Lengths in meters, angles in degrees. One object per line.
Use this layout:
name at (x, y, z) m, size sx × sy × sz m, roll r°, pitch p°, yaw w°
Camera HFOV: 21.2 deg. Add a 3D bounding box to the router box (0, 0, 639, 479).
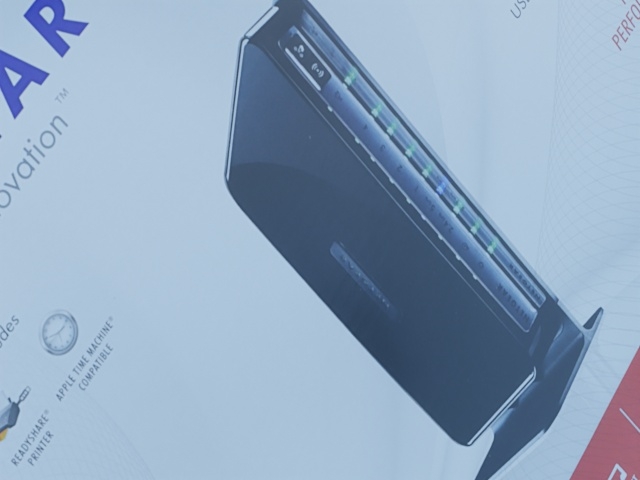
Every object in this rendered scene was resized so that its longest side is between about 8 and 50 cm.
router box at (0.000, 0.000, 0.534) m, size 0.301 × 0.082 × 0.335 m, roll 47°, pitch 62°, yaw -30°
